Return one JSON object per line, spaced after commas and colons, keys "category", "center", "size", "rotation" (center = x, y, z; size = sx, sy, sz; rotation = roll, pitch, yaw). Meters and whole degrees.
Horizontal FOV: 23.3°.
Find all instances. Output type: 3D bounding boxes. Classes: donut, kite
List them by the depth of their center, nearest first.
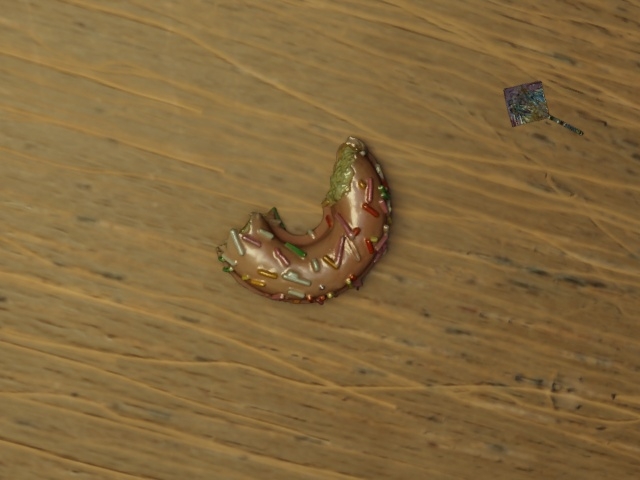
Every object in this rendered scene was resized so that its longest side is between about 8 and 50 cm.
{"category": "donut", "center": [0.000, 0.000, 1.346], "size": [0.166, 0.065, 0.117], "rotation": [-38, 98, -1]}
{"category": "kite", "center": [0.200, -0.120, 1.390], "size": [0.078, 0.002, 0.044], "rotation": [7, 94, -6]}
